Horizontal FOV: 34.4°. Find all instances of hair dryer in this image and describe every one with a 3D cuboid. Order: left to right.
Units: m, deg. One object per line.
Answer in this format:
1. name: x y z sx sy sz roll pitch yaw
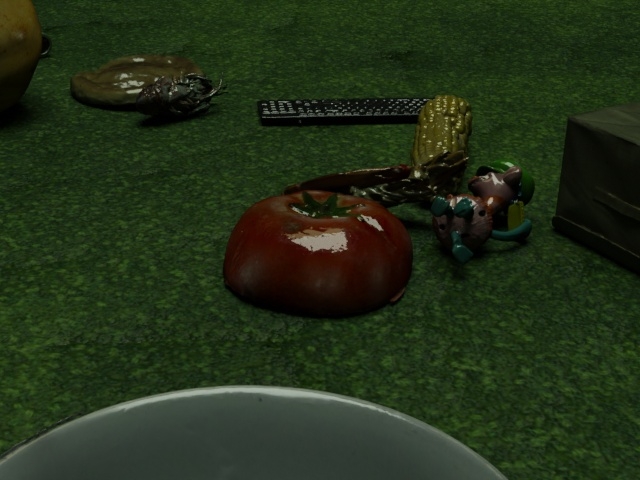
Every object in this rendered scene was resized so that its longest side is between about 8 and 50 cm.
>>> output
1. hair dryer: -0.575 -0.348 1.899 0.150 0.047 0.071 -30 36 -30

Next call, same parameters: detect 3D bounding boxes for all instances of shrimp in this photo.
1. shrimp: -0.214 -0.232 1.636 0.190 0.075 0.073 -11 -6 -45
2. shrimp: 0.063 -0.073 1.247 0.236 0.053 0.133 -9 -20 18

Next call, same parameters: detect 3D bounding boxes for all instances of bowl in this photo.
1. bowl: -0.044 0.234 0.567 0.345 0.157 0.345 2 26 -1

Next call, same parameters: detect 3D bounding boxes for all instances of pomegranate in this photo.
1. pomegranate: -0.549 -0.309 1.560 0.264 0.264 0.264 1 26 -1

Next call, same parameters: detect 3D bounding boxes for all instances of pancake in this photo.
1. pancake: -0.307 -0.276 1.747 0.236 0.042 0.222 -21 32 -40

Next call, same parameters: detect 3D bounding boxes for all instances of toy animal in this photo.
1. toy animal: 0.197 -0.032 1.225 0.103 0.100 0.208 36 28 16

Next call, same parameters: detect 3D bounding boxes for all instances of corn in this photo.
1. corn: 0.169 -0.135 1.434 0.086 0.087 0.288 5 27 8

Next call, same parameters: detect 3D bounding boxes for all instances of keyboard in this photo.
1. keyboard: 0.055 -0.208 1.654 0.309 0.018 0.101 -2 25 -7

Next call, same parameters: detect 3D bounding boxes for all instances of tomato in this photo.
1. tomato: -0.001 -0.002 1.152 0.224 0.085 0.225 -1 23 0

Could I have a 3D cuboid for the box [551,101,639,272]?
1. box: 0.406 -0.053 1.201 0.155 0.149 0.231 -12 28 -28
